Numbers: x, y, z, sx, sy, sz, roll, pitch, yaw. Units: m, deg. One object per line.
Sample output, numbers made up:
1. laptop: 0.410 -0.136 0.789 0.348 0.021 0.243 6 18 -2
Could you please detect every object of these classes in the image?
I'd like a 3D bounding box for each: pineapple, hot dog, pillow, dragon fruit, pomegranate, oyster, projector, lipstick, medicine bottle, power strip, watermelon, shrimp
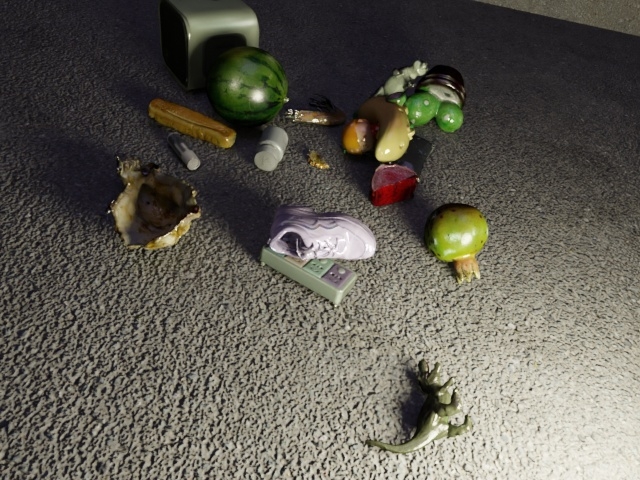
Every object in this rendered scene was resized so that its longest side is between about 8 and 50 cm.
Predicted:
1. pineapple: -0.015 -0.236 1.488 0.045 0.019 0.083 -18 54 -32
2. hot dog: -0.377 -0.340 1.485 0.286 0.061 0.088 27 49 13
3. pillow: 0.265 -0.266 1.560 0.141 0.055 0.208 25 46 4
4. dragon fruit: 0.188 -0.159 1.402 0.147 0.102 0.096 -15 47 -20
5. pomegranate: 0.335 0.002 1.239 0.159 0.159 0.205 -6 71 -18
6. oyster: -0.405 -0.097 1.176 0.198 0.133 0.337 -19 49 -26
7. projector: -0.375 -0.666 1.688 0.249 0.248 0.248 -20 53 -30
8. lipstick: -0.381 -0.250 1.406 0.040 0.040 0.141 -20 52 -30
9. medicine bottle: -0.142 -0.261 1.441 0.080 0.080 0.130 12 44 0
10. power strip: -0.016 0.051 1.169 0.216 0.061 0.145 29 39 17
11. watermelon: -0.219 -0.458 1.519 0.242 0.242 0.242 6 43 -6
12. shrimp: -0.023 -0.432 1.670 0.219 0.046 0.152 -3 46 -21

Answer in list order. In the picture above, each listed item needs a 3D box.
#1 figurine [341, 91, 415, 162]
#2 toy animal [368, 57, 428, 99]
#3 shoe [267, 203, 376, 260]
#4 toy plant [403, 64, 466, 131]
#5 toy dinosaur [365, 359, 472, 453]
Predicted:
1. figurine: 0.166 -0.330 1.518 0.222 0.124 0.324 -12 37 12
2. toy animal: 0.276 -0.542 1.745 0.094 0.225 0.121 45 48 -3
3. shoe: 0.000 0.000 1.119 0.245 0.095 0.137 16 36 5
4. toy plant: 0.396 -0.479 1.739 0.218 0.175 0.235 20 69 0
5. toy dinosaur: 0.183 0.323 0.953 0.179 0.087 0.187 -21 23 17
